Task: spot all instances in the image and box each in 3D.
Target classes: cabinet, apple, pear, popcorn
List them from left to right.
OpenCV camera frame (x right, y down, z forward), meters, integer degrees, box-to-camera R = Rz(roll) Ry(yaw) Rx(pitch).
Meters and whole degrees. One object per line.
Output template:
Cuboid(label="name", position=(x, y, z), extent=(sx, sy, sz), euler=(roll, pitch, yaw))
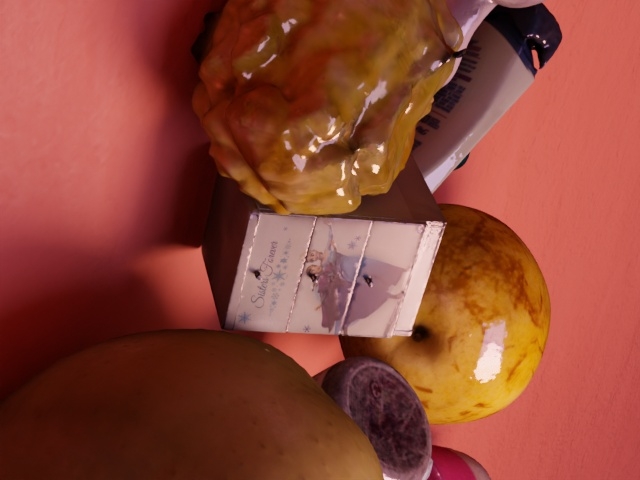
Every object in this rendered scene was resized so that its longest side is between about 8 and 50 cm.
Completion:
Cuboid(label="apple", position=(-0.142, 0.307, 1.538), extent=(0.473, 0.473, 0.474), euler=(-36, 145, -30))
Cuboid(label="cabinet", position=(0.000, 0.000, 1.615), extent=(0.206, 0.150, 0.145), euler=(4, 123, -17))
Cuboid(label="popcorn", position=(0.010, -0.154, 1.494), extent=(0.286, 0.215, 0.252), euler=(-54, 137, -18))
Cuboid(label="pear", position=(0.152, 0.091, 1.915), extent=(0.280, 0.280, 0.281), euler=(-36, 145, -30))

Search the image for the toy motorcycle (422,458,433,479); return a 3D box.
Cuboid(label="toy motorcycle", position=(0.085, 0.266, 2.081), extent=(0.260, 0.154, 0.206), euler=(-63, 180, -26))

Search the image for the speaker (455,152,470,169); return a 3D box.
Cuboid(label="speaker", position=(0.135, -0.096, 1.896), extent=(0.075, 0.060, 0.094), euler=(-12, 130, -49))

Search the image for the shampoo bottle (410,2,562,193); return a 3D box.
Cuboid(label="shampoo bottle", position=(0.141, -0.135, 1.793), extent=(0.359, 0.134, 0.078), euler=(-47, 121, -14))

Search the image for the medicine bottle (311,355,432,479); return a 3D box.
Cuboid(label="medicine bottle", position=(-0.018, 0.256, 1.818), extent=(0.273, 0.165, 0.165), euler=(-33, 165, 35))

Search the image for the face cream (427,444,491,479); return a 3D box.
Cuboid(label="face cream", position=(0.144, 0.384, 2.279), extent=(0.175, 0.175, 0.195), euler=(-59, 151, 8))

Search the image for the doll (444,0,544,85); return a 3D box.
Cuboid(label="doll", position=(0.210, -0.363, 1.646), extent=(0.376, 0.187, 0.365), euler=(-61, 163, -13))
